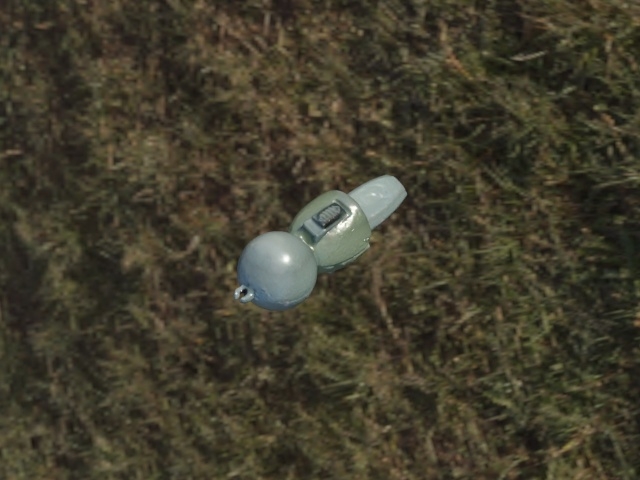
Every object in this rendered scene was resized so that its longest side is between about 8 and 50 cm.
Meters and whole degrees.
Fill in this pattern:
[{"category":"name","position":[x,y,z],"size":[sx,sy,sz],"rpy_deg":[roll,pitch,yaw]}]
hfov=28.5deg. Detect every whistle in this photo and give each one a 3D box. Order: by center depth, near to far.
[{"category":"whistle","position":[0.000,0.000,0.555],"size":[0.035,0.100,0.035],"rpy_deg":[35,144,30]}]

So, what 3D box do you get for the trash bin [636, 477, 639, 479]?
[{"category":"trash bin","position":[0.303,0.251,0.800],"size":[0.115,0.165,0.225],"rpy_deg":[167,91,-75]}]
